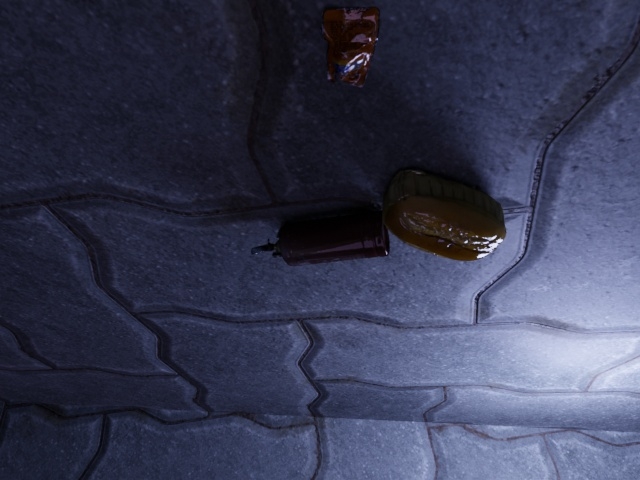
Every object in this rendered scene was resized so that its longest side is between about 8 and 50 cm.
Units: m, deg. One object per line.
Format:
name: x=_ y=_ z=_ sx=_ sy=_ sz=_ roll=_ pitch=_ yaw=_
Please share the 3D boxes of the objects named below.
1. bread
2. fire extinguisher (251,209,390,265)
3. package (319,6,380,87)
bread: x=0.228 y=-0.037 z=0.857 sx=0.237 sy=0.106 sz=0.140 roll=17 pitch=143 yaw=-15
fire extinguisher: x=0.000 y=0.000 z=0.934 sx=0.269 sy=0.104 sz=0.104 roll=-6 pitch=142 yaw=15
package: x=0.037 y=-0.264 z=0.632 sx=0.077 sy=0.033 sz=0.110 roll=12 pitch=139 yaw=5
